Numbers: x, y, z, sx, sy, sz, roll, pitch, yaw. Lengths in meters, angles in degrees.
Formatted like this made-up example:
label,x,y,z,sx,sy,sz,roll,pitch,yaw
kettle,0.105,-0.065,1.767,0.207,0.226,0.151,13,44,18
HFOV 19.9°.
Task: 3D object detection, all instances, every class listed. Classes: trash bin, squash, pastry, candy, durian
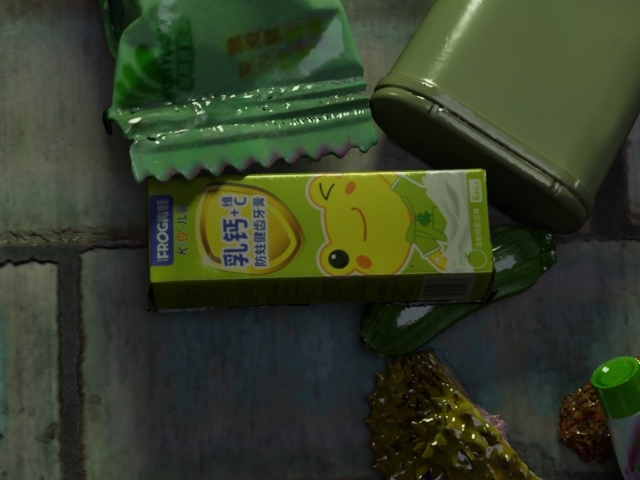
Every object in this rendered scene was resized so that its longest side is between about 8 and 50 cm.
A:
label,x,y,z,sx,sy,sz,roll,pitch,yaw
trash bin,0.208,-0.168,1.789,0.243,0.121,0.247,33,75,-6
squash,0.132,0.044,1.768,0.219,0.068,0.077,-25,80,-14
pastry,0.314,0.157,1.795,0.169,0.063,0.087,-29,93,-13
candy,-0.104,-0.255,1.700,0.263,0.172,0.398,-13,83,-14
durian,0.135,0.201,1.741,0.132,0.165,0.182,-47,123,-52

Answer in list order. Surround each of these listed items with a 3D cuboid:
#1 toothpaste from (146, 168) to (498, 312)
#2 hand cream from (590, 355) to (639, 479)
label,x,y,z,sx,sy,sz,roll,pitch,yaw
toothpaste,0.000,0.000,1.701,0.327,0.077,0.110,-1,68,-2
hand cream,0.341,0.233,1.769,0.079,0.050,0.275,-26,113,10
